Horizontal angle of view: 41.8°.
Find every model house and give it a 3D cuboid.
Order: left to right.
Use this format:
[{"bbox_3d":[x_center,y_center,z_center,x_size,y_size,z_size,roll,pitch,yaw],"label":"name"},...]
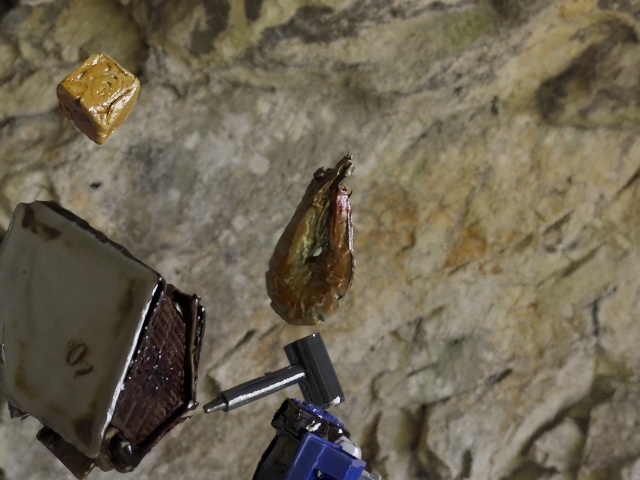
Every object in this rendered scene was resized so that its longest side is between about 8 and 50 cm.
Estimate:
[{"bbox_3d":[-0.327,0.156,1.201,0.317,0.297,0.282,28,-17,17],"label":"model house"}]

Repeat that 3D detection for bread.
[{"bbox_3d":[-0.525,-0.338,1.976,0.149,0.158,0.143,36,-25,-9],"label":"bread"}]

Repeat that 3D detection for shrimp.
[{"bbox_3d":[0.001,0.000,1.329,0.154,0.294,0.062,26,17,28],"label":"shrimp"}]

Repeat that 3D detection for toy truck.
[{"bbox_3d":[0.006,0.297,1.002,0.177,0.161,0.213,24,-9,20],"label":"toy truck"}]

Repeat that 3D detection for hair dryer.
[{"bbox_3d":[-0.078,0.249,1.364,0.070,0.255,0.128,-34,-103,52],"label":"hair dryer"}]
